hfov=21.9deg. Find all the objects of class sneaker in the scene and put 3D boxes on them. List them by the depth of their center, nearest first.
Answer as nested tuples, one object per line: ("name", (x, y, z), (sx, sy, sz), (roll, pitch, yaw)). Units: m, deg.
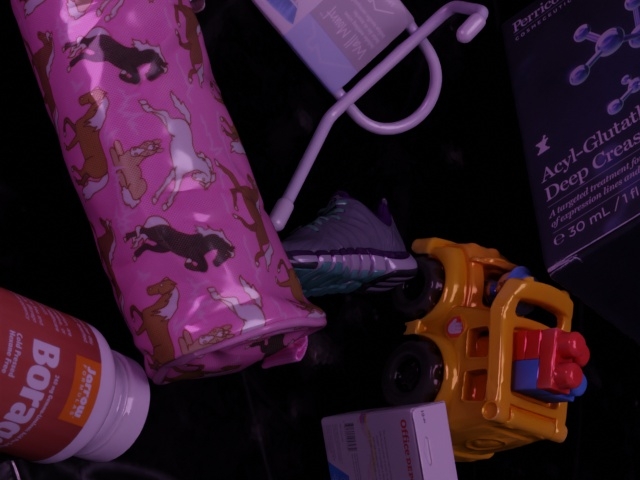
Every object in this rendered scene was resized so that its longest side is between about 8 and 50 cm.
("sneaker", (0.000, 0.000, 1.591), (0.224, 0.083, 0.098), (4, 64, -52))

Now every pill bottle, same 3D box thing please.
("pill bottle", (-0.239, 0.105, 1.287), (0.216, 0.121, 0.121), (27, 63, -46))

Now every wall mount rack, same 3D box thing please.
("wall mount rack", (-0.018, -0.197, 1.579), (0.304, 0.130, 0.350), (-44, 114, -5))

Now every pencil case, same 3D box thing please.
("pencil case", (-0.128, -0.069, 1.366), (0.167, 0.160, 0.386), (-16, 79, -20))

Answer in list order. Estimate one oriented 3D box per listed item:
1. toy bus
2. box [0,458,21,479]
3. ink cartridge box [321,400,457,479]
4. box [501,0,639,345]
("toy bus", (0.183, 0.099, 1.640), (0.149, 0.211, 0.220), (21, 66, -38))
("box", (-0.297, 0.354, 1.219), (0.257, 0.079, 0.322), (-23, 97, -42))
("ink cartridge box", (0.066, 0.203, 1.565), (0.052, 0.122, 0.088), (-6, 86, -44))
("box", (0.386, -0.130, 1.733), (0.212, 0.293, 0.395), (35, 34, -33))
